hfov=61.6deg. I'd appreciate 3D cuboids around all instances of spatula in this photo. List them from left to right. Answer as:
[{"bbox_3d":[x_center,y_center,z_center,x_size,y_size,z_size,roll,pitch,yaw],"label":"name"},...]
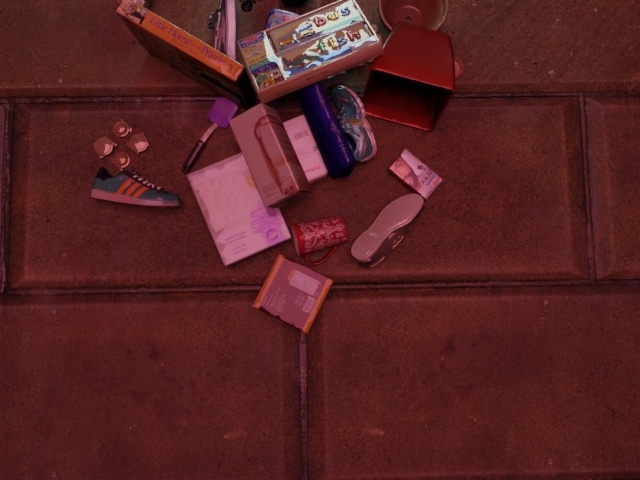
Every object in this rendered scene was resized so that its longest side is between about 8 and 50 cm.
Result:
[{"bbox_3d":[-0.393,-0.358,1.845,0.084,0.030,0.296,33,85,3],"label":"spatula"}]

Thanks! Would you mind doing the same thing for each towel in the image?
[{"bbox_3d":[0.016,-0.356,1.755,0.076,0.227,0.308,-24,86,-3],"label":"towel"}]

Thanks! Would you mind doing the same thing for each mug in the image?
[{"bbox_3d":[-0.003,-0.008,1.798,0.169,0.150,0.113,-15,49,-7],"label":"mug"}]

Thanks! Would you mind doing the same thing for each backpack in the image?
[{"bbox_3d":[-0.127,-0.680,1.839,0.158,0.117,0.173,20,87,2],"label":"backpack"}]

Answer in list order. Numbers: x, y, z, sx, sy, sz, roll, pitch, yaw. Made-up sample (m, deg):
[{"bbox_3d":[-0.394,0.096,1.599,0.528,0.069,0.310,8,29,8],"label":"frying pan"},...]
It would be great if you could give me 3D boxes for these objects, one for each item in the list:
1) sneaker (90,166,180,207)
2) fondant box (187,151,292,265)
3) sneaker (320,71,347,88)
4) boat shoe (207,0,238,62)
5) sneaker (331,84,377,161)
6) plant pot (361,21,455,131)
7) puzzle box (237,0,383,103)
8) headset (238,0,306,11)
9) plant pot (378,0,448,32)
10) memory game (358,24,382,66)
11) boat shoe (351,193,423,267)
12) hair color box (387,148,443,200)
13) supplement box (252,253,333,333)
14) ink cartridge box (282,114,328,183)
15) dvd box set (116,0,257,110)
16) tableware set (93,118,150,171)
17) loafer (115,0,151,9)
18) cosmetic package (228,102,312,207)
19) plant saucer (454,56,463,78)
[{"bbox_3d":[-0.611,-0.177,1.785,0.302,0.108,0.121,9,89,1],"label":"sneaker"},{"bbox_3d":[-0.266,-0.108,1.792,0.238,0.096,0.330,-24,87,-3],"label":"fondant box"},{"bbox_3d":[0.011,-0.568,1.870,0.158,0.061,0.064,-13,58,-3],"label":"sneaker"},{"bbox_3d":[-0.339,-0.747,1.851,0.102,0.108,0.301,-1,92,-3],"label":"boat shoe"},{"bbox_3d":[0.099,-0.395,1.810,0.110,0.107,0.275,-21,85,-20],"label":"sneaker"},{"bbox_3d":[0.298,-0.555,1.777,0.267,0.267,0.235,15,73,0],"label":"plant pot"},{"bbox_3d":[-0.038,-0.607,1.687,0.409,0.052,0.272,-22,57,0],"label":"puzzle box"},{"bbox_3d":[-0.132,-0.919,1.826,0.243,0.185,0.394,39,74,3],"label":"headset"},{"bbox_3d":[0.314,-0.791,1.861,0.237,0.110,0.237,0,85,0],"label":"plant pot"},{"bbox_3d":[0.126,-0.703,1.897,0.186,0.012,0.186,0,84,-1],"label":"memory game"},{"bbox_3d":[0.232,-0.032,1.798,0.305,0.091,0.109,-44,50,-7],"label":"boat shoe"},{"bbox_3d":[0.323,-0.223,1.836,0.167,0.053,0.093,39,86,4],"label":"hair color box"},{"bbox_3d":[-0.088,0.173,1.751,0.194,0.129,0.191,26,85,1],"label":"supplement box"},{"bbox_3d":[-0.085,-0.287,1.814,0.159,0.092,0.217,-22,84,-2],"label":"ink cartridge box"},{"bbox_3d":[-0.413,-0.585,1.729,0.420,0.307,0.062,31,87,1],"label":"dvd box set"},{"bbox_3d":[-0.683,-0.328,1.842,0.141,0.020,0.168,44,84,1],"label":"tableware set"},{"bbox_3d":[-0.613,-0.946,1.856,0.112,0.112,0.319,20,85,-8],"label":"loafer"},{"bbox_3d":[-0.153,-0.261,1.690,0.129,0.153,0.296,-26,87,16],"label":"cosmetic package"},{"bbox_3d":[0.461,-0.606,1.893,0.083,0.015,0.083,0,84,0],"label":"plant saucer"}]
